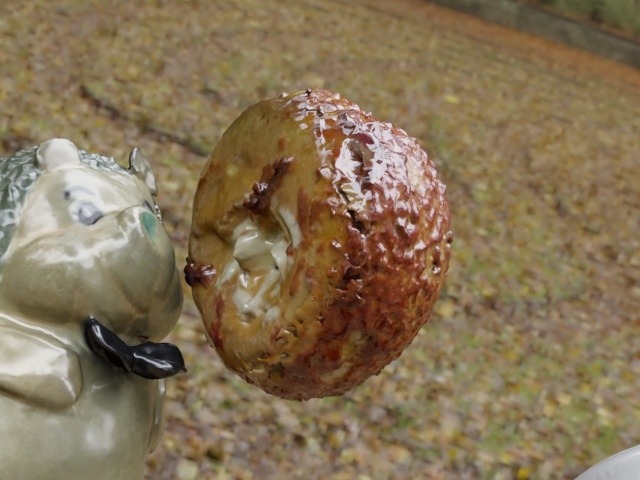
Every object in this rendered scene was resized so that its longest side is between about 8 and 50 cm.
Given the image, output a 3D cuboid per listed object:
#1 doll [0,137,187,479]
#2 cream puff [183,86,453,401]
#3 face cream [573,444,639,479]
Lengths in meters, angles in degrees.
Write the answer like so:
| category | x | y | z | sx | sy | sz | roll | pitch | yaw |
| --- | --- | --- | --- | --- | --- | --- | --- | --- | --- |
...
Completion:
| category | x | y | z | sx | sy | sz | roll | pitch | yaw |
| --- | --- | --- | --- | --- | --- | --- | --- | --- | --- |
| doll | -0.214 | 0.091 | 1.068 | 0.247 | 0.349 | 0.247 | 4 | -16 | 1 |
| cream puff | 0.000 | 0.001 | 1.024 | 0.164 | 0.240 | 0.240 | -5 | 26 | -35 |
| face cream | 0.289 | 0.231 | 1.070 | 0.206 | 0.206 | 0.111 | 12 | 54 | -25 |
